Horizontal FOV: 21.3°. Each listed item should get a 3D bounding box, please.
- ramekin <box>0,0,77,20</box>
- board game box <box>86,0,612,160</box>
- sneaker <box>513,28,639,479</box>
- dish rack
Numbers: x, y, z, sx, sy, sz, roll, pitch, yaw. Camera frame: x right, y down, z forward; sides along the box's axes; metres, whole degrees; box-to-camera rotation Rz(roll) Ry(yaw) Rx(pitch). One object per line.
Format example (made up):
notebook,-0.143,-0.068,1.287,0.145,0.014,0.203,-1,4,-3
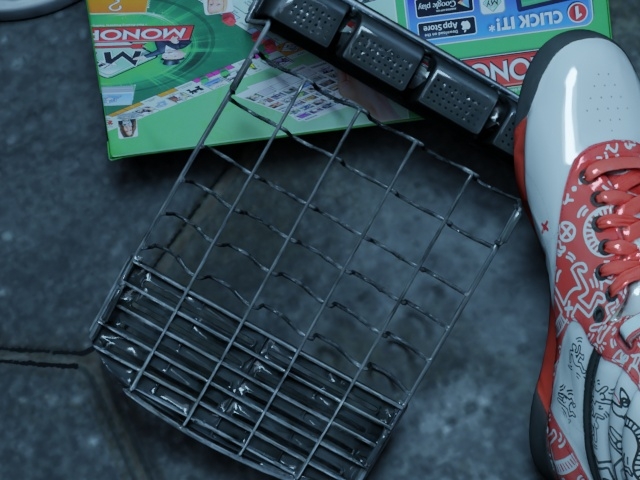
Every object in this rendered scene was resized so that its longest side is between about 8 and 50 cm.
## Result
ramekin,-0.215,-0.260,1.122,0.207,0.109,0.207,-2,73,6
board game box,0.012,-0.175,1.044,0.317,0.046,0.213,-7,103,1
sneaker,0.176,0.021,0.924,0.090,0.145,0.270,-4,98,-22
dish rack,0.000,0.000,1.004,0.208,0.074,0.271,29,92,-5
